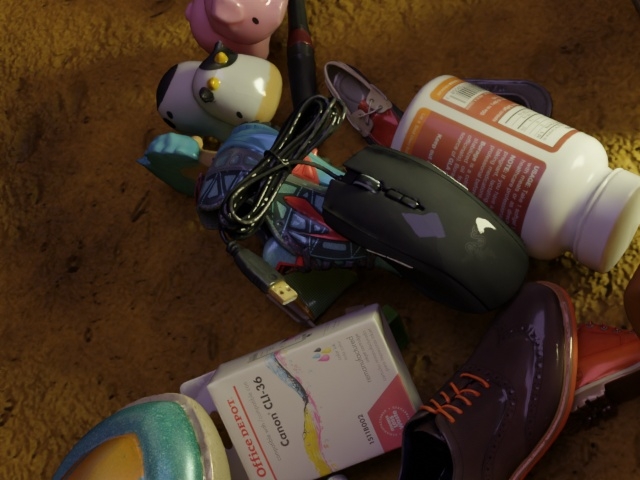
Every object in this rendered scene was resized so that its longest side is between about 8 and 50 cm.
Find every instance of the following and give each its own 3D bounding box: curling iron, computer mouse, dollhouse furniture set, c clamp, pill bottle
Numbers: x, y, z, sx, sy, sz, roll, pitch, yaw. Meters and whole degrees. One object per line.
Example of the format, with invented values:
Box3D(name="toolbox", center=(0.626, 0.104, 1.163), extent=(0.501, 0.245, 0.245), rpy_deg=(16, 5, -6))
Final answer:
Box3D(name="curling iron", center=(-0.032, -0.195, 1.418), extent=(0.068, 0.035, 0.274), rpy_deg=(-26, 57, 19))
Box3D(name="computer mouse", center=(0.036, -0.007, 1.130), extent=(0.262, 0.060, 0.184), rpy_deg=(38, 76, 16))
Box3D(name="dollhouse furniture set", center=(0.012, 0.055, 1.239), extent=(0.076, 0.058, 0.152), rpy_deg=(-44, 57, -10))
Box3D(name="c clamp", center=(0.161, -0.106, 1.303), extent=(0.161, 0.022, 0.137), rpy_deg=(9, 65, 23))
Box3D(name="pill bottle", center=(0.179, -0.056, 1.198), extent=(0.216, 0.121, 0.121), rpy_deg=(28, 73, 24))

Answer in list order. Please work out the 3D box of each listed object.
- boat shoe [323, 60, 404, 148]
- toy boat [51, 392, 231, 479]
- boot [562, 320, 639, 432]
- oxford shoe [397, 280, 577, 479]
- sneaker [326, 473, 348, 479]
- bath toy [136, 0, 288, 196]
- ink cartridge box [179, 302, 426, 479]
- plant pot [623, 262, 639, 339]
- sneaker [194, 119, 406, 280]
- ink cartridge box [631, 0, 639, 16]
Box3D(name="boat shoe", center=(0.048, -0.133, 1.340), extent=(0.049, 0.043, 0.137), rpy_deg=(-44, 53, 10))
Box3D(name="toy boat", center=(-0.133, 0.263, 1.067), extent=(0.318, 0.148, 0.267), rpy_deg=(17, 83, 42))
Box3D(name="boot", center=(0.259, 0.093, 1.133), extent=(0.158, 0.059, 0.084), rpy_deg=(-25, 51, 5))
Box3D(name="oxford shoe", center=(0.132, 0.146, 1.093), extent=(0.097, 0.098, 0.271), rpy_deg=(4, 66, 49))
Box3D(name="sneaker", center=(0.015, 0.279, 1.107), extent=(0.076, 0.065, 0.166), rpy_deg=(13, 67, 21))
Box3D(name="bath toy", center=(-0.095, -0.222, 1.365), extent=(0.151, 0.129, 0.348), rpy_deg=(1, 68, 31))
Box3D(name="ink cartridge box", center=(-0.020, 0.147, 1.155), extent=(0.198, 0.067, 0.115), rpy_deg=(-23, 97, 9))
Box3D(name="plant pot", center=(0.368, 0.037, 0.985), extent=(0.203, 0.291, 0.291), rpy_deg=(-45, 57, -9))
Box3D(name="sneaker", center=(0.000, 0.000, 1.218), extent=(0.262, 0.104, 0.125), rpy_deg=(28, 65, 20))
Box3D(name="ink cartridge box", center=(0.335, -0.248, 1.196), extent=(0.088, 0.234, 0.193), rpy_deg=(-19, 56, 7))
